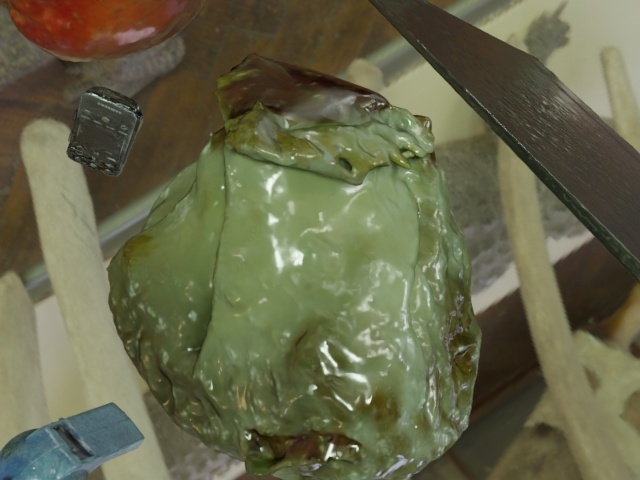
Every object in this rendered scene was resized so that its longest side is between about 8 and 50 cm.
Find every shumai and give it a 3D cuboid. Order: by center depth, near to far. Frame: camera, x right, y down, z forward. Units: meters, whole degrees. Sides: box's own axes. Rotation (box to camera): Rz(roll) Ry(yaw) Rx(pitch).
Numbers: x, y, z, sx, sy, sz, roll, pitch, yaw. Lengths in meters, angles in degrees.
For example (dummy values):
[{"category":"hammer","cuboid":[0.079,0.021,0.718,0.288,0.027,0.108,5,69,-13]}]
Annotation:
[{"category":"shumai","cuboid":[0.003,0.004,0.430,0.184,0.184,0.142,-19,138,-23]}]

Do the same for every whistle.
[{"category":"whistle","cuboid":[-0.239,0.206,0.894,0.090,0.090,0.158,-57,160,19]}]

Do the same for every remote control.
[{"category":"remote control","cuboid":[-0.133,-0.067,0.609,0.039,0.014,0.096,22,154,-12]}]

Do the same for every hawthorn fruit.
[{"category":"hawthorn fruit","cuboid":[-0.233,-0.267,0.972,0.253,0.205,0.205,-32,139,-21]}]

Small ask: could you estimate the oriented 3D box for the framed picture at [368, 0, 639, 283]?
[{"category":"framed picture","cuboid":[0.174,-0.038,0.597,0.255,0.339,0.014,8,127,-51]}]
